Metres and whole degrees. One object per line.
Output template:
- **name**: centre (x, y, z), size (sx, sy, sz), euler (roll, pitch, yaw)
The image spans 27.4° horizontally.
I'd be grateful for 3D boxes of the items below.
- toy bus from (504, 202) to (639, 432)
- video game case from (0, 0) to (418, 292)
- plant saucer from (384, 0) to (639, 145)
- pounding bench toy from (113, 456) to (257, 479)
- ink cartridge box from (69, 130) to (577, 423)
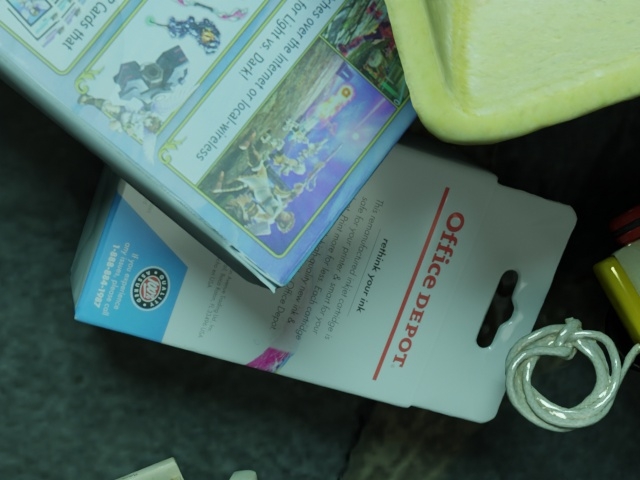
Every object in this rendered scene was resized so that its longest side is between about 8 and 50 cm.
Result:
- **toy bus**: centre (0.188, 0.014, 0.564), size (0.202, 0.104, 0.191), euler (17, 81, 1)
- **video game case**: centre (-0.028, -0.163, 0.443), size (0.244, 0.061, 0.269), euler (41, 81, -17)
- **plant saucer**: centre (0.126, -0.234, 0.409), size (0.333, 0.081, 0.332), euler (-19, 102, -13)
- **pounding bench toy**: centre (-0.060, 0.133, 0.567), size (0.083, 0.065, 0.052), euler (-21, 111, -6)
- **ink cartridge box**: centre (0.000, 0.000, 0.539), size (0.181, 0.061, 0.104), euler (17, 102, -17)
